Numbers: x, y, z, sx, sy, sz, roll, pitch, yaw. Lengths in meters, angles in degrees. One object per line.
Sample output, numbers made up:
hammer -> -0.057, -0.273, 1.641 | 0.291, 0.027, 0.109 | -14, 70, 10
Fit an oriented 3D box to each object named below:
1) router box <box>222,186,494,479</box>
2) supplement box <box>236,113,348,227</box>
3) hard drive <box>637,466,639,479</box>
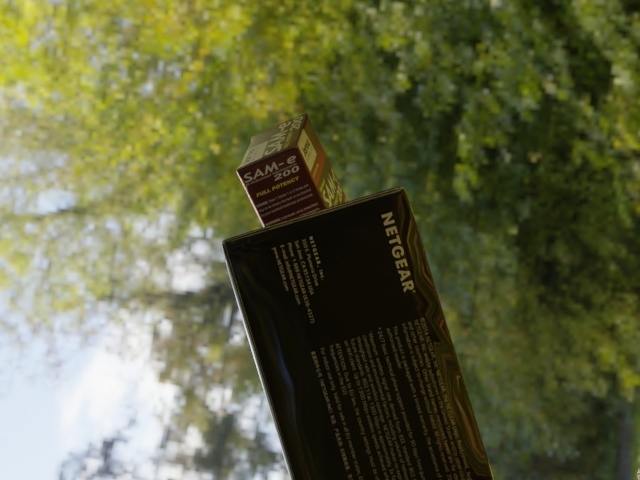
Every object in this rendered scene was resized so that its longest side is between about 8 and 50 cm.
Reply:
router box -> 0.039, 0.139, 0.658 | 0.243, 0.081, 0.309 | 125, 129, -88
supplement box -> 0.000, 0.000, 1.472 | 0.130, 0.073, 0.239 | -78, -36, -69
hard drive -> 0.464, 0.249, 1.579 | 0.203, 0.040, 0.307 | 53, -141, -7
